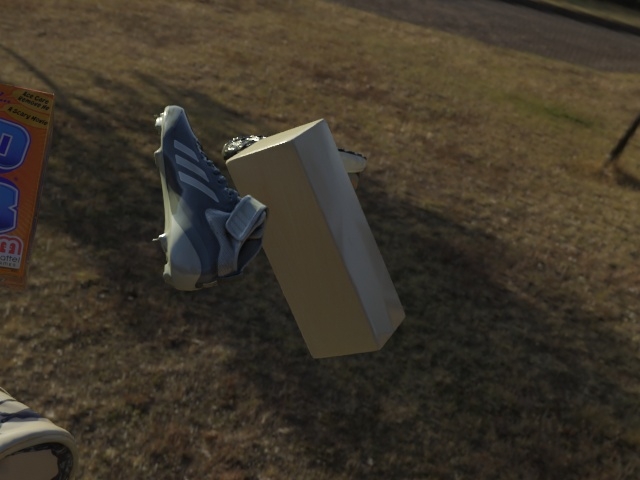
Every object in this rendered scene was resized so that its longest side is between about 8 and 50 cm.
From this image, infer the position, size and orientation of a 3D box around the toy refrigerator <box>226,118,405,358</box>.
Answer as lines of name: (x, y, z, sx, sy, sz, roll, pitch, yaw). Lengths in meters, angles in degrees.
toy refrigerator: (0.000, 0.000, 0.982, 0.102, 0.269, 0.094, -14, 17, 35)

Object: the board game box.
board game box: (-0.745, -0.109, 1.618, 0.356, 0.357, 0.356, 9, -11, -17)

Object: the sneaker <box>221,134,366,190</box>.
sneaker: (-0.039, -0.113, 1.342, 0.271, 0.108, 0.100, 8, 7, -36)

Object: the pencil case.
pencil case: (-0.484, 0.208, 1.007, 0.410, 0.160, 0.183, 29, -14, 25)

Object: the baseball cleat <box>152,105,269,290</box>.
baseball cleat: (-0.106, -0.045, 0.784, 0.109, 0.072, 0.206, -7, 63, -4)
